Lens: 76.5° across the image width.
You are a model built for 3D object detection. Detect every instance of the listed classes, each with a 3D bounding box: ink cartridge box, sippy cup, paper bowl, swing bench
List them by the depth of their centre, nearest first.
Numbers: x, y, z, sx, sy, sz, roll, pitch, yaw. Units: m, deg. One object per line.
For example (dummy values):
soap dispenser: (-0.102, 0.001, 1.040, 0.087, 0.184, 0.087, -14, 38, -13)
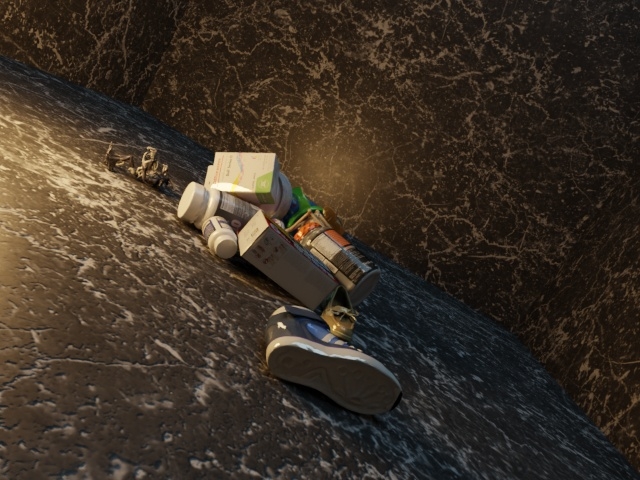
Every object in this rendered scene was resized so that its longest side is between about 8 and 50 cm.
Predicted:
ink cartridge box: (-0.121, 0.051, 1.366, 0.309, 0.130, 0.272, 41, 4, -24)
ink cartridge box: (-0.377, -0.285, 1.846, 0.353, 0.207, 0.119, 2, -21, 7)
swing bench: (0.000, 0.000, 1.858, 0.253, 0.165, 0.254, 51, 12, 5)
paper bowl: (-0.291, -0.223, 1.988, 0.284, 0.284, 0.148, 35, 10, 28)
sippy cup: (-0.097, -0.124, 2.111, 0.240, 0.305, 0.224, 8, 31, -36)

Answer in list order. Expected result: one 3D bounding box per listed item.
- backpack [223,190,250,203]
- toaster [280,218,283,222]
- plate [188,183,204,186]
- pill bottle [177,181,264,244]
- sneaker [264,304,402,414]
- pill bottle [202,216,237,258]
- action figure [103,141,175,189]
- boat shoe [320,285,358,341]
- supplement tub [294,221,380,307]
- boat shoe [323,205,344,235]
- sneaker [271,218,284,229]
backpack: (-0.357, -0.115, 1.738, 0.158, 0.117, 0.173, 24, 11, -36)
toaster: (-0.258, -0.177, 2.266, 0.129, 0.146, 0.227, 37, 12, 30)
plate: (-0.571, -0.242, 2.036, 0.188, 0.024, 0.188, 30, 10, -6)
pill bottle: (-0.362, -0.094, 1.489, 0.283, 0.161, 0.161, 23, 12, -33)
sneaker: (0.024, 0.252, 0.950, 0.322, 0.130, 0.236, 23, 15, -10)
pill bottle: (-0.329, -0.008, 1.341, 0.094, 0.094, 0.169, 24, 12, -34)
action figure: (-0.697, -0.298, 1.607, 0.275, 0.141, 0.164, 21, 11, -29)
boat shoe: (0.059, 0.227, 1.308, 0.104, 0.089, 0.285, 28, 10, -14)
supplement tub: (0.051, 0.088, 1.588, 0.338, 0.207, 0.207, 41, 13, 27)
boat shoe: (0.059, -0.084, 1.833, 0.152, 0.056, 0.049, 62, 4, 8)
sneaker: (-0.247, -0.053, 1.813, 0.161, 0.102, 0.282, 23, 12, -22)
